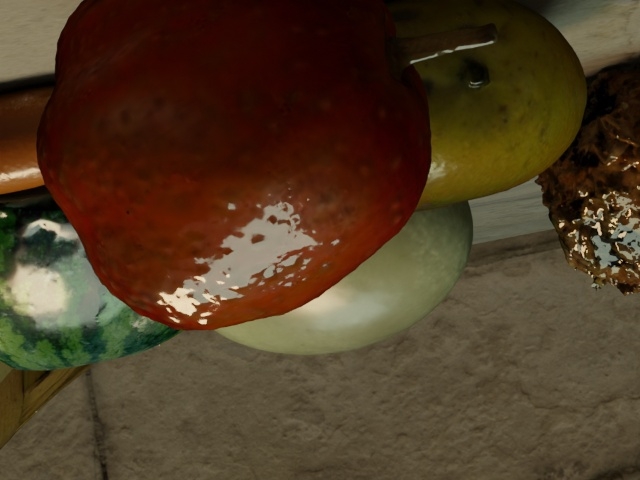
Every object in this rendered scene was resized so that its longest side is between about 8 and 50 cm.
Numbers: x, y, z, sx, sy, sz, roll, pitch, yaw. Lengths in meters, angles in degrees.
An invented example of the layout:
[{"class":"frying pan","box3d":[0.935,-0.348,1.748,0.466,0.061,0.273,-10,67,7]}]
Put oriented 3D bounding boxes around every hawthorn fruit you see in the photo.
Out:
[{"class":"hawthorn fruit","box3d":[-0.029,-0.089,1.271,0.330,0.287,0.287,-21,170,18]}]

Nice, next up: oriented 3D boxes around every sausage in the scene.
[{"class":"sausage","box3d":[-0.292,-0.086,1.614,0.238,0.098,0.098,-9,173,3]}]

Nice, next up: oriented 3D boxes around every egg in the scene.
[{"class":"egg","box3d":[0.000,0.000,2.055,0.352,0.258,0.258,-16,172,20]}]

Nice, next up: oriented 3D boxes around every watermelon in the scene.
[{"class":"watermelon","box3d":[-0.195,0.019,1.786,0.292,0.222,0.319,2,-167,2]}]

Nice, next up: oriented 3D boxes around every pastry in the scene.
[{"class":"pastry","box3d":[0.328,-0.063,2.037,0.193,0.275,0.275,-23,176,-15]}]

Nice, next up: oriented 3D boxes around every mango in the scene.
[{"class":"mango","box3d":[0.113,-0.112,1.602,0.253,0.182,0.365,-14,171,21]}]

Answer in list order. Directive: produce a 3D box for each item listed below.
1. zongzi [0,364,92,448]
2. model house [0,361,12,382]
[{"class":"zongzi","box3d":[-0.377,0.215,2.394,0.500,0.467,0.218,-9,168,-15]},{"class":"model house","box3d":[-0.461,0.011,2.109,0.278,0.218,0.205,19,-134,17]}]
